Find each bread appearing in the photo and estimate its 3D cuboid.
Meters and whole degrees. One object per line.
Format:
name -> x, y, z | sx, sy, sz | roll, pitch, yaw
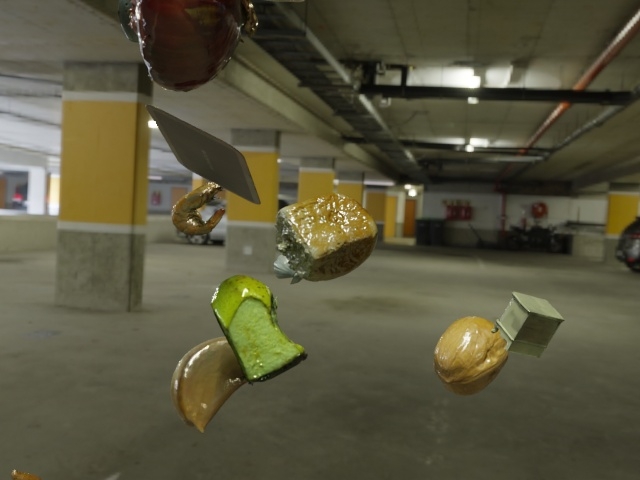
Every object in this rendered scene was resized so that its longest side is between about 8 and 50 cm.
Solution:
bread -> 0.000, 0.000, 1.799 | 0.246, 0.176, 0.195 | -19, 54, -28

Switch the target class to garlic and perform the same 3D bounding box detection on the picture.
garlic -> -0.245, 0.350, 1.863 | 0.338, 0.196, 0.151 | -32, -21, -29

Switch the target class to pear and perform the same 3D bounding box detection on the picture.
pear -> -0.163, 0.208, 1.716 | 0.164, 0.255, 0.238 | -27, -4, -13

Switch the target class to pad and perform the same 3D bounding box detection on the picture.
pad -> -0.185, -0.133, 1.159 | 0.176, 0.002, 0.266 | 28, -13, 9

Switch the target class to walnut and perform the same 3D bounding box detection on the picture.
walnut -> 0.407, 0.315, 1.933 | 0.226, 0.193, 0.193 | -45, 29, -27

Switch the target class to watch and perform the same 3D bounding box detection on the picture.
watch -> -0.527, -0.694, 2.059 | 0.068, 0.206, 0.193 | 13, -40, 0

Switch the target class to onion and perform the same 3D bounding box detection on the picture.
onion -> -0.173, -0.312, 0.901 | 0.161, 0.248, 0.248 | -22, 7, -9

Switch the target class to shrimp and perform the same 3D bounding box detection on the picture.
shrimp -> -0.245, -0.072, 1.524 | 0.162, 0.095, 0.045 | -33, -18, 0

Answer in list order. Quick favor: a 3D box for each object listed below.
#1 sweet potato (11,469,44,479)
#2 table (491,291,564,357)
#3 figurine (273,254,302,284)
sweet potato -> -0.433, 0.411, 1.146 | 0.044, 0.044, 0.179 | 5, -32, 42
table -> 0.347, 0.143, 1.193 | 0.079, 0.083, 0.062 | 15, 23, -22
figurine -> -0.084, 0.075, 2.019 | 0.086, 0.094, 0.082 | 39, 12, 12
